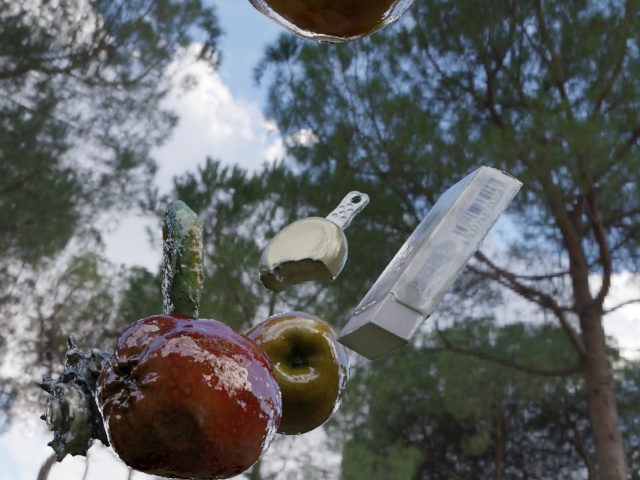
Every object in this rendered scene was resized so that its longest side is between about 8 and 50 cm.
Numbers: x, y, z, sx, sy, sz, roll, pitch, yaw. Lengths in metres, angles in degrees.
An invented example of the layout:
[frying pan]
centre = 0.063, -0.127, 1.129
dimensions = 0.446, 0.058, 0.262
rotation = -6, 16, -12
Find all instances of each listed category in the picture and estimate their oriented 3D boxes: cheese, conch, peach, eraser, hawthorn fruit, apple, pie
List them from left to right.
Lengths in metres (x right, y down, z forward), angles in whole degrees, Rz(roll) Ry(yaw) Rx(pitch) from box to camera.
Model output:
[conch]
centre = -0.450, 0.325, 1.901
dimensions = 0.313, 0.240, 0.186
rotation = 2, -30, 31
[pie]
centre = -0.203, 0.053, 1.407
dimensions = 0.054, 0.240, 0.240
rotation = 1, -40, -13
[hawthorn fruit]
centre = -0.139, 0.194, 1.161
dimensions = 0.205, 0.205, 0.253
rotation = -26, -34, 34
[apple]
centre = -0.062, 0.272, 2.028
dimensions = 0.264, 0.264, 0.264
rotation = 6, -41, 5
[cheese]
centre = -0.014, -0.006, 1.836
dimensions = 0.163, 0.249, 0.071
rotation = 2, -43, 26
[peach]
centre = 0.000, -0.424, 1.402
dimensions = 0.308, 0.289, 0.289
rotation = -11, -45, 27
[eraser]
centre = 0.198, 0.039, 1.774
dimensions = 0.082, 0.397, 0.213
rotation = 41, -27, -4
